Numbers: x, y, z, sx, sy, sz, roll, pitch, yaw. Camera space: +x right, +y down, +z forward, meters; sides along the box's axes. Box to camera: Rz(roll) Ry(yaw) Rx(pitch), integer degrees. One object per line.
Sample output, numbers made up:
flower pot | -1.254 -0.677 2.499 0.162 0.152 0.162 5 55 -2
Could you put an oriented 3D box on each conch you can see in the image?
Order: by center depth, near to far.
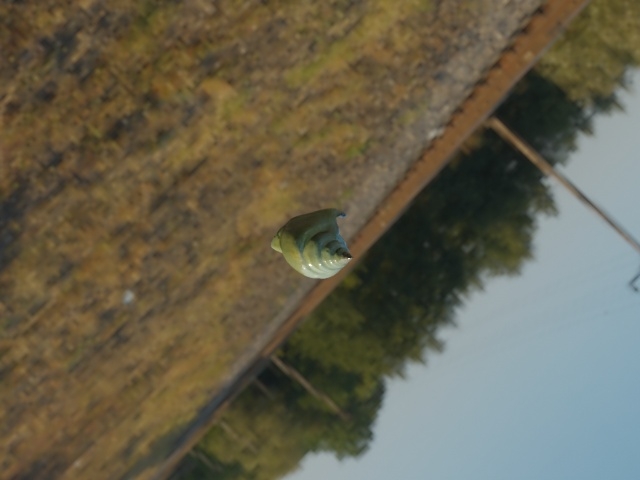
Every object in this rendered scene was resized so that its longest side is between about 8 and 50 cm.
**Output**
conch | -0.006 0.001 1.615 0.180 0.065 0.088 18 -86 56
